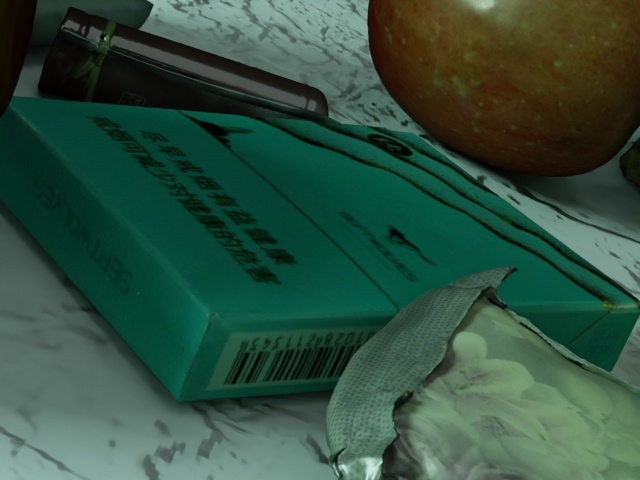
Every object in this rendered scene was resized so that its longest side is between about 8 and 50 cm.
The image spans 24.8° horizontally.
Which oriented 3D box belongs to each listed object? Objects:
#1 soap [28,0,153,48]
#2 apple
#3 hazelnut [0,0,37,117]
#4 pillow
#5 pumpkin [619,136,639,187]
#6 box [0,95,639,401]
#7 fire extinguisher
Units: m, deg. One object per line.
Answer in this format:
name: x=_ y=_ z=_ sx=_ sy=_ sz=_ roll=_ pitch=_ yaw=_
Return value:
soap: x=-0.173 y=-0.163 z=0.659 sx=0.094 sy=0.150 sz=0.261 roll=26 pitch=21 yaw=25
apple: x=0.121 y=-0.128 z=0.814 sx=0.168 sy=0.181 sz=0.181 roll=33 pitch=24 yaw=15
hazelnut: x=-0.182 y=-0.100 z=0.428 sx=0.218 sy=0.218 sz=0.234 roll=28 pitch=21 yaw=14
pillow: x=0.120 y=0.099 z=0.443 sx=0.255 sy=0.059 sz=0.169 roll=27 pitch=22 yaw=8
pumpkin: x=0.313 y=-0.082 z=0.904 sx=0.232 sy=0.242 sz=0.325 roll=48 pitch=13 yaw=-13
box: x=0.000 y=0.000 z=0.580 sx=0.226 sy=0.042 sz=0.161 roll=1 pitch=31 yaw=-42
fire extinguisher: x=-0.051 y=-0.067 z=0.685 sx=0.158 sy=0.043 sz=0.064 roll=17 pitch=-12 yaw=-10
